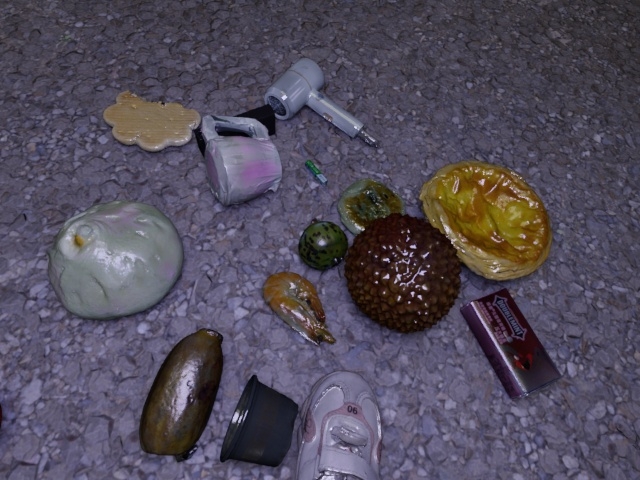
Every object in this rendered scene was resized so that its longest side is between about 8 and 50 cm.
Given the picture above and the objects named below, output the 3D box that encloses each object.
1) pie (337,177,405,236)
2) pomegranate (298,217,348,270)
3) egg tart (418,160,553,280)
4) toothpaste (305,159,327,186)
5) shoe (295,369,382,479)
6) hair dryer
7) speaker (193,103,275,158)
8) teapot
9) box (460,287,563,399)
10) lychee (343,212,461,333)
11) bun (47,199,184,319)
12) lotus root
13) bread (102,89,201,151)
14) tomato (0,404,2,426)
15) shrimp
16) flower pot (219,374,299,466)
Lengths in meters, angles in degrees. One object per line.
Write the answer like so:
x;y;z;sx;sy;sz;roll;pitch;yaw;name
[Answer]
0.135;-0.084;1.050;0.187;0.041;0.186;2;62;-4;pie
0.000;0.000;0.957;0.122;0.122;0.161;-15;43;-14;pomegranate
0.407;-0.047;1.012;0.342;0.132;0.341;3;64;-6;egg tart
-0.012;-0.185;1.095;0.017;0.020;0.083;-33;71;-18;toothpaste
0.042;0.405;0.705;0.172;0.198;0.350;10;64;-3;shoe
0.025;-0.366;1.158;0.357;0.107;0.173;35;67;4;hair dryer
-0.228;-0.298;1.093;0.218;0.082;0.044;-25;69;-18;speaker
-0.198;-0.199;1.014;0.178;0.163;0.221;-15;52;-26;teapot
0.428;0.229;0.912;0.120;0.069;0.224;-16;65;-14;box
0.176;0.064;0.858;0.268;0.267;0.267;3;63;-5;lychee
-0.440;0.020;0.854;0.284;0.179;0.283;4;61;-7;bun
-0.261;0.289;0.770;0.123;0.124;0.240;17;63;-10;lotus root
-0.467;-0.319;1.100;0.251;0.039;0.181;16;63;1;bread
-0.647;0.330;0.726;0.189;0.099;0.173;-29;79;23;tomato
-0.039;0.150;0.909;0.115;0.051;0.217;-39;71;-24;shrimp
-0.109;0.347;0.752;0.107;0.157;0.157;25;63;-7;flower pot
